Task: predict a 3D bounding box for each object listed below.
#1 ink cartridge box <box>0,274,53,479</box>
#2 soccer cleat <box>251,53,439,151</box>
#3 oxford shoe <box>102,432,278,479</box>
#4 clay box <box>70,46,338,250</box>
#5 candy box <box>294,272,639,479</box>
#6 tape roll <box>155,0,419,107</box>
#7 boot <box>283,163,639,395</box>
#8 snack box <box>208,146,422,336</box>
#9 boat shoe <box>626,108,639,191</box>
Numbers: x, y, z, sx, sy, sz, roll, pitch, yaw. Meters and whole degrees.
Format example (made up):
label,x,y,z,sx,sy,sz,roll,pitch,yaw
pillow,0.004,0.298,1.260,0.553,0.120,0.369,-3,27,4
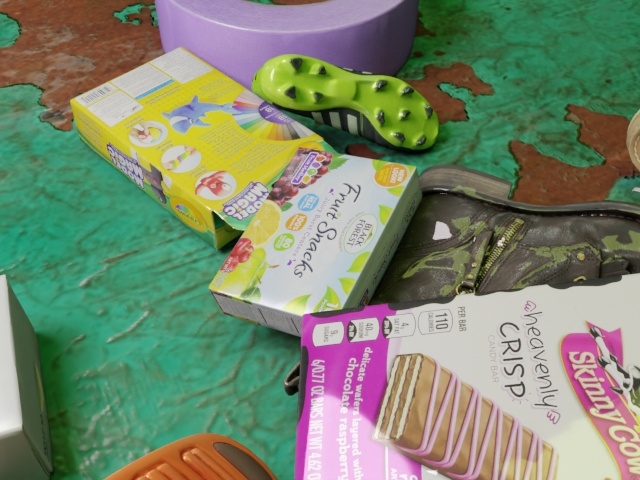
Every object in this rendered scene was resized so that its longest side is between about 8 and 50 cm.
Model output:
label,x,y,z,sx,sy,sz,roll,pitch,yaw
ink cartridge box,-0.272,0.107,0.495,0.175,0.072,0.127,-15,50,-14
soccer cleat,0.025,-0.123,0.695,0.178,0.060,0.072,15,0,-26
oxford shoe,-0.132,0.228,0.357,0.130,0.133,0.363,45,36,0
clay box,-0.097,-0.080,0.679,0.222,0.053,0.127,37,56,26
candy box,0.105,0.108,0.408,0.233,0.071,0.159,-8,55,14
tape roll,-0.034,-0.258,0.816,0.274,0.090,0.275,1,47,-1
boot,0.133,0.070,0.541,0.263,0.091,0.229,16,55,18
snack box,0.000,0.000,0.555,0.100,0.037,0.141,13,57,26
boat shoe,0.346,-0.014,0.595,0.089,0.105,0.285,-29,56,-28
